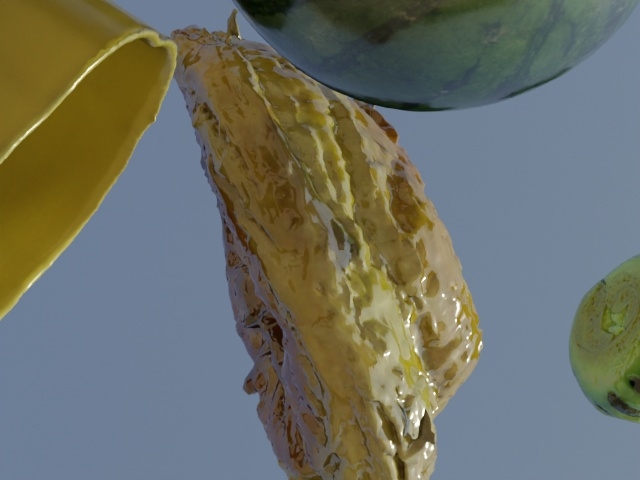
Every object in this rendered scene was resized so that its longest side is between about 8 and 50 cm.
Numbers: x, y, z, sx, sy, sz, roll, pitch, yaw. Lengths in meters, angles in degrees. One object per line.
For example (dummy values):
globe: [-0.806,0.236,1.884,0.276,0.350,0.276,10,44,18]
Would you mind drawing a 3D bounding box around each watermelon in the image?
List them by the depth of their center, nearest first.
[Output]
watermelon: [0.040,-0.143,0.661,0.215,0.188,0.188,20,-91,62]

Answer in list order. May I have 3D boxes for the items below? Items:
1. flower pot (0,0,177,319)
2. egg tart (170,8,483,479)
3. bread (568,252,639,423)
flower pot: [-0.188,-0.061,0.721,0.179,0.195,0.195,37,-85,5]
egg tart: [0.000,0.000,1.154,0.153,0.351,0.339,-19,-70,-8]
bread: [0.245,0.070,1.273,0.071,0.130,0.139,21,-57,-19]
